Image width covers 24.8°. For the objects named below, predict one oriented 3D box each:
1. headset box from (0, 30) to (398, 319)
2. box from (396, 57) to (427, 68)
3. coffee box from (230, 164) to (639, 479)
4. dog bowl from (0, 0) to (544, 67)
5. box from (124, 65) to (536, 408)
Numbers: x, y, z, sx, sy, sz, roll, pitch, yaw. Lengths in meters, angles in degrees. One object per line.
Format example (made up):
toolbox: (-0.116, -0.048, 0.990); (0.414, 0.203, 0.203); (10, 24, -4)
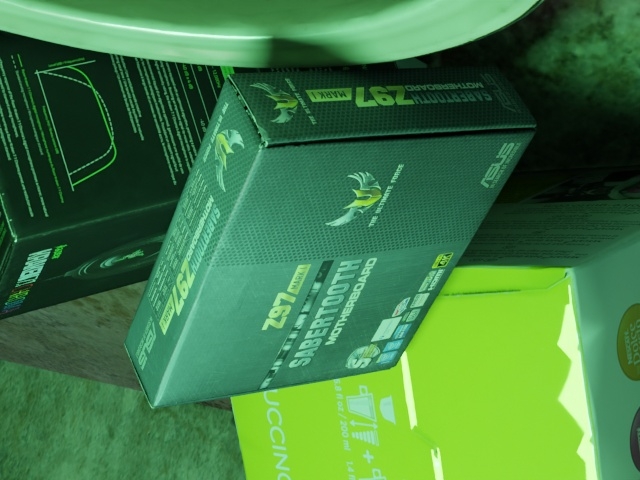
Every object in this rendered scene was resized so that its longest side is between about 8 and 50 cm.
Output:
headset box: (-0.099, -0.061, 0.970); (0.283, 0.131, 0.246); (-15, 171, -22)
box: (-0.031, -0.135, 1.143); (0.145, 0.038, 0.186); (25, 160, -33)
coffee box: (0.162, 0.136, 1.142); (0.338, 0.338, 0.334); (0, -165, 42)
dog bowl: (-0.084, -0.211, 0.650); (0.408, 0.150, 0.408); (8, 169, 1)
box: (0.000, 0.000, 0.869); (0.183, 0.059, 0.233); (-5, 140, -31)
